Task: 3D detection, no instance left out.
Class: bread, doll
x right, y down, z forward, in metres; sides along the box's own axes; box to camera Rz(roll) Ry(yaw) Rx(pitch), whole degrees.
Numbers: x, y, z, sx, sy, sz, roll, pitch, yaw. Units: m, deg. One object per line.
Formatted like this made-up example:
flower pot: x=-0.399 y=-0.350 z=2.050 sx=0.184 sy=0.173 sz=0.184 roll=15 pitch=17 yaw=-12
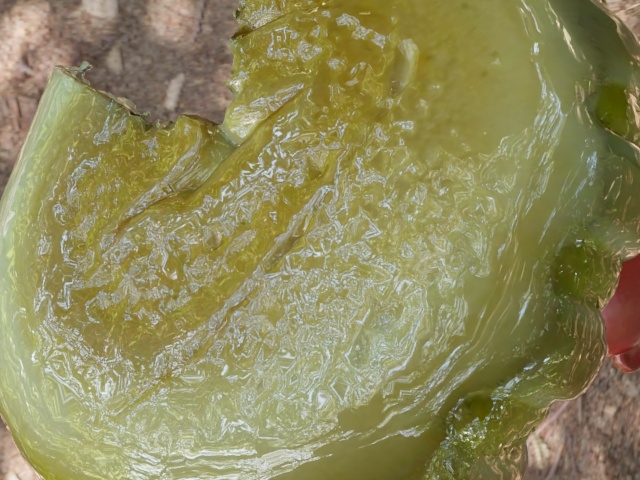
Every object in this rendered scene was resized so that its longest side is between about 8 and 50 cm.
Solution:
bread: x=0.000 y=0.000 z=0.483 sx=0.333 sy=0.160 sz=0.332 roll=-10 pitch=65 yaw=23
doll: x=0.196 y=-0.009 z=0.732 sx=0.085 sy=0.183 sz=0.217 roll=5 pitch=126 yaw=46
